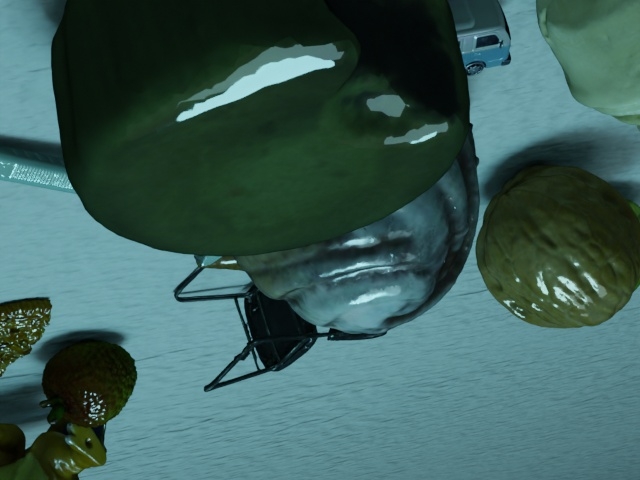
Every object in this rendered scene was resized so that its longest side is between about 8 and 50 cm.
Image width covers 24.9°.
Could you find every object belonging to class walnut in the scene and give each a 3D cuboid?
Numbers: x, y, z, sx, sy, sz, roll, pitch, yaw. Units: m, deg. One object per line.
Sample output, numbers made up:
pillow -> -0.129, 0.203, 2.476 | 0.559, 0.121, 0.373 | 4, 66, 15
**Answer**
walnut -> 0.295, 0.014, 1.775 | 0.213, 0.213, 0.213 | -15, 157, -6

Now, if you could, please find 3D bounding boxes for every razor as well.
razor -> -0.217, -0.052, 1.461 | 0.278, 0.111, 0.056 | 20, 110, -44

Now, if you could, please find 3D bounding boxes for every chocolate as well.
chocolate -> 0.044, -0.020, 1.486 | 0.303, 0.213, 0.303 | -13, 149, -8

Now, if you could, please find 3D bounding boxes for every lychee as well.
lychee -> -0.302, 0.186, 1.876 | 0.146, 0.114, 0.114 | -33, 169, -36

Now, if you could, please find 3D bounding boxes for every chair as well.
chair -> -0.044, 0.092, 1.824 | 0.221, 0.140, 0.145 | -3, 154, -37

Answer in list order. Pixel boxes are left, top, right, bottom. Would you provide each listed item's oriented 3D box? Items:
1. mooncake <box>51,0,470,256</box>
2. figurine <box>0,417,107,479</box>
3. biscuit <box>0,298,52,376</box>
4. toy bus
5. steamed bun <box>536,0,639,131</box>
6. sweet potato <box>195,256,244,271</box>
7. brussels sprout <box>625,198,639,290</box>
mooncake -> -0.053, -0.131, 1.228 | 0.351, 0.187, 0.351 | -12, 155, -6
figurine -> -0.450, 0.408, 1.965 | 0.387, 0.401, 0.268 | -17, 156, 24
biscuit -> -0.411, 0.128, 1.783 | 0.126, 0.025, 0.206 | -1, 152, -33
toy bus -> 0.121, -0.196, 1.380 | 0.123, 0.060, 0.075 | -11, 153, -8
steamed bun -> 0.373, -0.198, 1.365 | 0.289, 0.203, 0.276 | 4, 150, -40
sweet potato -> -0.001, 0.001, 1.702 | 0.292, 0.097, 0.097 | -14, 157, -4
brussels sprout -> 0.366, 0.016, 1.944 | 0.183, 0.145, 0.131 | 14, 169, -42
